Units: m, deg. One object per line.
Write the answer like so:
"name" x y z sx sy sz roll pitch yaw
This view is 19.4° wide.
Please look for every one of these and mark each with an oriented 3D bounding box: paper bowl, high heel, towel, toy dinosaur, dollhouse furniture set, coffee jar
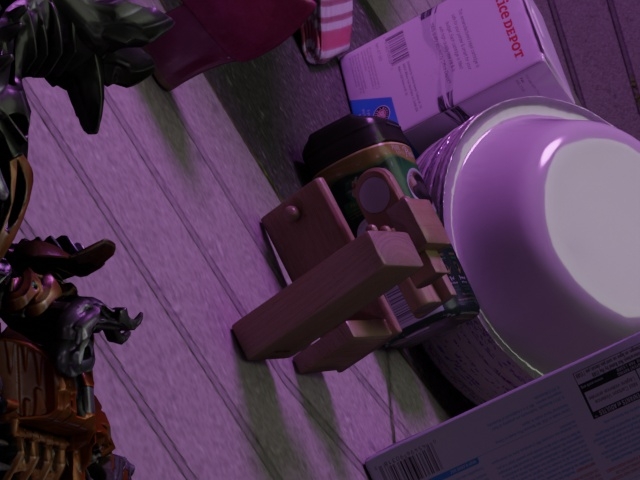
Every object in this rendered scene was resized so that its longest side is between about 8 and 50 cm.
"paper bowl" 0.211 0.010 1.606 0.284 0.148 0.284 13 64 -29
"high heel" -0.104 -0.225 1.217 0.244 0.117 0.082 63 14 -3
"towel" 0.003 -0.263 1.717 0.144 0.029 0.197 -34 125 -74
"toy dinosaur" -0.147 0.001 0.646 0.322 0.164 0.218 80 14 -51
"dollhouse furniture set" 0.000 0.000 1.203 0.151 0.144 0.123 2 57 -58
"coffee jar" 0.054 -0.010 1.481 0.184 0.079 0.096 68 18 11

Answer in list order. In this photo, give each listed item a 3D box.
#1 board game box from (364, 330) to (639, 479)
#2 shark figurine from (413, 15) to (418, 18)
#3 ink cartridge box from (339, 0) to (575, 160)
"board game box" 0.199 0.238 1.278 0.303 0.224 0.097 66 12 7
"shark figurine" 0.212 -0.159 2.243 0.278 0.116 0.166 37 32 -57
"ink cartridge box" 0.125 -0.149 1.748 0.082 0.190 0.140 50 20 -43
